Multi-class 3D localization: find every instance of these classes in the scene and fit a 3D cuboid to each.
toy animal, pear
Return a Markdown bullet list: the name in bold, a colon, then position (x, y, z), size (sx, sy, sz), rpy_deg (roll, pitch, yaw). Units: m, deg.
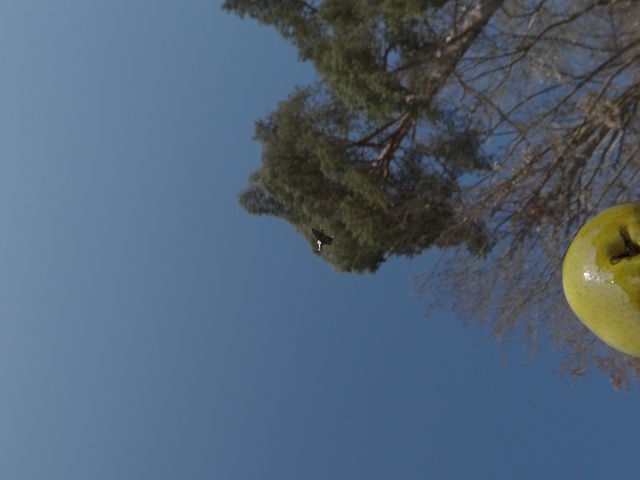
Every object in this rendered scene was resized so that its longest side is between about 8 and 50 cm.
- **toy animal**: position (0.000, 0.000, 1.417), size (0.028, 0.084, 0.050), rpy_deg (29, -82, 38)
- **pear**: position (0.752, 0.093, 1.452), size (0.362, 0.418, 0.363), rpy_deg (-13, -115, 30)
